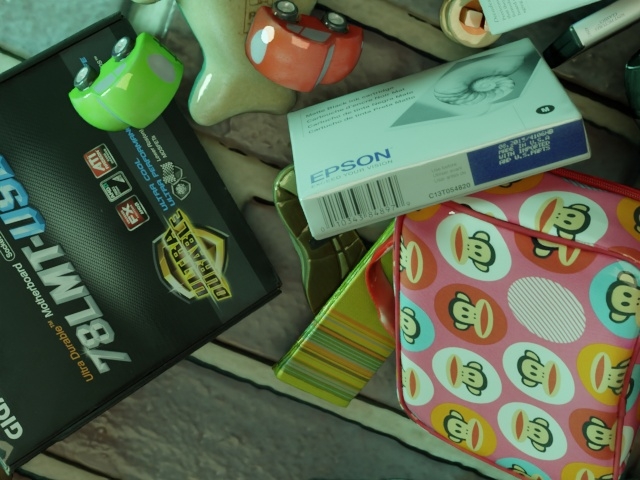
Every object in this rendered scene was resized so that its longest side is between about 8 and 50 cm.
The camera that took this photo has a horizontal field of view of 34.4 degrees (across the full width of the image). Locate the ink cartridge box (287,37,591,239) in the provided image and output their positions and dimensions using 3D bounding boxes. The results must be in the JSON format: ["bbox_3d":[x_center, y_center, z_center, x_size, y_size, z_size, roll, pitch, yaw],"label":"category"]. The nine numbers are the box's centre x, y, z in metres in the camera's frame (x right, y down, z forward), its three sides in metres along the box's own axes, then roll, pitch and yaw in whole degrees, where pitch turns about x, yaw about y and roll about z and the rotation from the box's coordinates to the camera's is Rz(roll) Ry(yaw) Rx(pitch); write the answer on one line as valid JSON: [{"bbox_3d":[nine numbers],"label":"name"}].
[{"bbox_3d":[0.084,-0.102,0.858,0.223,0.224,0.045,-17,120,4],"label":"ink cartridge box"}]

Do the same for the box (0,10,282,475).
[{"bbox_3d":[-0.227,-0.002,0.905,0.293,0.073,0.295,-33,102,-20],"label":"box"}]

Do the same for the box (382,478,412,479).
[{"bbox_3d":[0.076,0.352,0.885,0.191,0.381,0.143,1,106,1],"label":"box"}]

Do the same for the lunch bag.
[{"bbox_3d":[0.159,0.069,0.886,0.258,0.120,0.293,19,134,24],"label":"lunch bag"}]

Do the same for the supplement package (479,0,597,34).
[{"bbox_3d":[0.194,-0.328,0.799,0.204,0.145,0.262,-33,105,-37],"label":"supplement package"}]

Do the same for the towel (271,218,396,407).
[{"bbox_3d":[0.059,0.055,0.984,0.102,0.021,0.237,30,103,-38],"label":"towel"}]

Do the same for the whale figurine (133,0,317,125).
[{"bbox_3d":[-0.072,-0.238,0.889,0.216,0.141,0.272,-14,128,-23],"label":"whale figurine"}]

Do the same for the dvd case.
[{"bbox_3d":[0.310,-0.217,0.852,0.253,0.180,0.022,-28,91,7],"label":"dvd case"}]

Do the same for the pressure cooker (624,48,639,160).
[{"bbox_3d":[0.479,-0.045,0.777,0.370,0.375,0.420,-34,95,-7],"label":"pressure cooker"}]

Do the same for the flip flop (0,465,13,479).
[{"bbox_3d":[-0.328,0.197,1.004,0.080,0.112,0.277,24,97,-20],"label":"flip flop"}]

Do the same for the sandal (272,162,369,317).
[{"bbox_3d":[0.000,0.000,0.969,0.072,0.049,0.180,-26,120,-7],"label":"sandal"}]

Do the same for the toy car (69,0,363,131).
[{"bbox_3d":[-0.108,-0.150,0.821,0.225,0.053,0.239,-34,132,21],"label":"toy car"}]

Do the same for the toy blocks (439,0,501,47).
[{"bbox_3d":[0.111,-0.213,0.871,0.054,0.148,0.123,-43,99,10],"label":"toy blocks"}]
